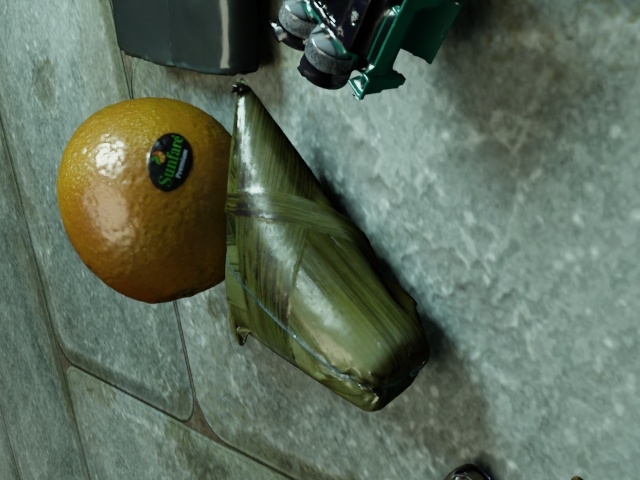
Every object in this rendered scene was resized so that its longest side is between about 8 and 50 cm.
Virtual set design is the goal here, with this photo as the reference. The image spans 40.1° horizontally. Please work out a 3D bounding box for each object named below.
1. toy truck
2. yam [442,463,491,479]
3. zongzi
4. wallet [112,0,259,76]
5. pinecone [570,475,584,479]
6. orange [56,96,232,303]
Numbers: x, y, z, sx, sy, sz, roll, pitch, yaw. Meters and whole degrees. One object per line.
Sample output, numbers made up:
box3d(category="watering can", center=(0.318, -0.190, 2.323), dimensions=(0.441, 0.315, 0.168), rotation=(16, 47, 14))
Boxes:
box3d(category="toy truck", center=(0.021, -0.203, 0.607), dimensions=(0.216, 0.116, 0.110), rotation=(59, 143, 29))
box3d(category="yam", center=(0.083, 0.271, 0.800), dimensions=(0.046, 0.046, 0.264), rotation=(55, 144, 22))
box3d(category="zongzi", center=(0.000, 0.000, 0.728), dimensions=(0.221, 0.112, 0.242), rotation=(26, 124, 48))
box3d(category="wallet", center=(-0.139, -0.363, 0.788), dimensions=(0.228, 0.062, 0.406), rotation=(25, 125, 46))
box3d(category="pinecone", center=(0.200, 0.245, 0.488), dimensions=(0.201, 0.202, 0.229), rotation=(157, 104, -70))
box3d(category="orange", center=(-0.158, -0.039, 0.854), dimensions=(0.206, 0.206, 0.206), rotation=(28, 127, 45))
